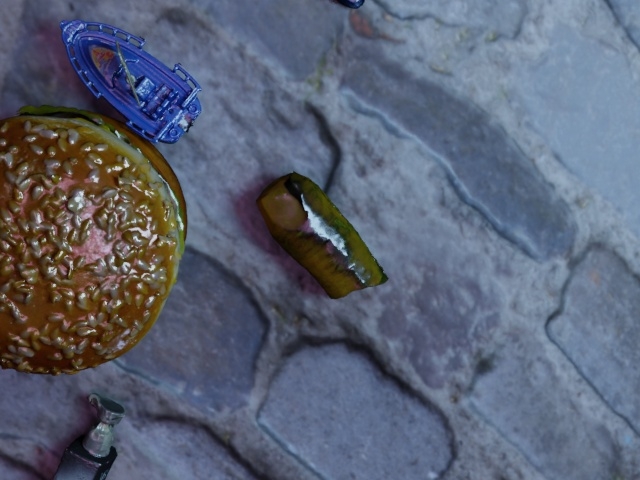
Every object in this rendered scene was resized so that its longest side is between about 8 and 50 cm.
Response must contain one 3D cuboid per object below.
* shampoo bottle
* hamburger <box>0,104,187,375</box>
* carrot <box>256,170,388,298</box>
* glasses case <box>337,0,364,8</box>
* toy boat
[{"bbox_3d":[-0.297,0.288,0.982,0.063,0.057,0.207,26,98,-2],"label":"shampoo bottle"},{"bbox_3d":[-0.275,-0.007,0.834,0.291,0.225,0.291,0,102,-1],"label":"hamburger"},{"bbox_3d":[0.000,0.000,0.926,0.082,0.082,0.173,-38,102,5],"label":"carrot"},{"bbox_3d":[0.013,-0.285,0.888,0.083,0.033,0.023,39,108,-11],"label":"glasses case"},{"bbox_3d":[-0.206,-0.181,0.854,0.175,0.110,0.091,38,79,-6],"label":"toy boat"}]
